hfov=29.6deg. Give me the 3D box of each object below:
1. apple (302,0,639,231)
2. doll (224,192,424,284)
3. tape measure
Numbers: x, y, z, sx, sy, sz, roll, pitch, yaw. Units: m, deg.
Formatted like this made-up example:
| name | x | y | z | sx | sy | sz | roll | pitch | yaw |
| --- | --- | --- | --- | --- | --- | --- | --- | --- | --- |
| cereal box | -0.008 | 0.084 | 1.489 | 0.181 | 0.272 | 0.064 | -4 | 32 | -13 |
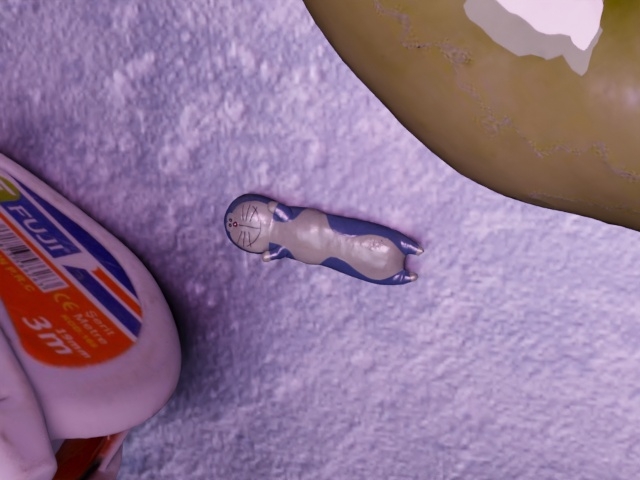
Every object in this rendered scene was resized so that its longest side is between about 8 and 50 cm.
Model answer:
| name | x | y | z | sx | sy | sz | roll | pitch | yaw |
| --- | --- | --- | --- | --- | --- | --- | --- | --- | --- |
| apple | 0.151 | -0.180 | 0.442 | 0.357 | 0.357 | 0.357 | 5 | 106 | 19 |
| doll | 0.000 | 0.000 | 0.717 | 0.125 | 0.027 | 0.037 | 13 | 101 | 17 |
| tape measure | -0.208 | 0.057 | 0.682 | 0.258 | 0.265 | 0.130 | 40 | 112 | 18 |
